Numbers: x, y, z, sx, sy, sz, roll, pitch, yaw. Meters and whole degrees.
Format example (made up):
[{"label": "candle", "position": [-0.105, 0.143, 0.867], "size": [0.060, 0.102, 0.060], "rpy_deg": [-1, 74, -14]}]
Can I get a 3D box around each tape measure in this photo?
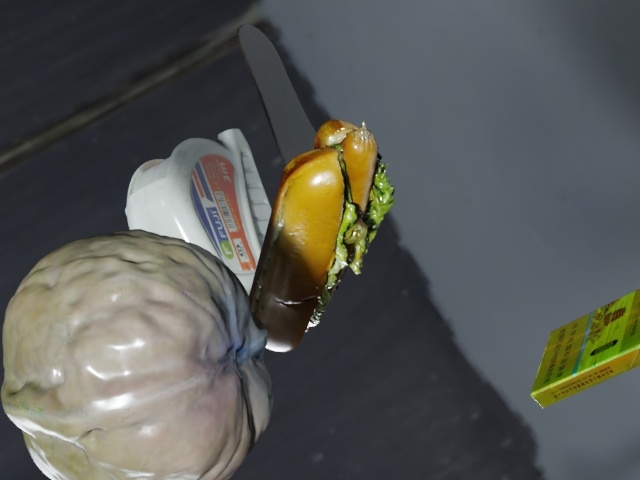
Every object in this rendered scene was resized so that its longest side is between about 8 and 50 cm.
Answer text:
[{"label": "tape measure", "position": [-0.166, -0.024, 2.335], "size": [0.130, 0.265, 0.258], "rpy_deg": [-25, 80, 31]}]

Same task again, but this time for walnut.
[{"label": "walnut", "position": [-0.165, 0.113, 1.406], "size": [0.248, 0.248, 0.248], "rpy_deg": [40, 149, 31]}]

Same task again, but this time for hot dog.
[{"label": "hot dog", "position": [0.000, 0.000, 1.698], "size": [0.100, 0.135, 0.337], "rpy_deg": [33, 142, 12]}]

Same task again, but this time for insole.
[{"label": "insole", "position": [-0.034, -0.146, 2.117], "size": [0.007, 0.111, 0.328], "rpy_deg": [-33, 74, 30]}]

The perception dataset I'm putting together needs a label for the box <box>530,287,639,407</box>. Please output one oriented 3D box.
[{"label": "box", "position": [0.351, 0.126, 1.986], "size": [0.030, 0.121, 0.193], "rpy_deg": [44, 133, -17]}]
